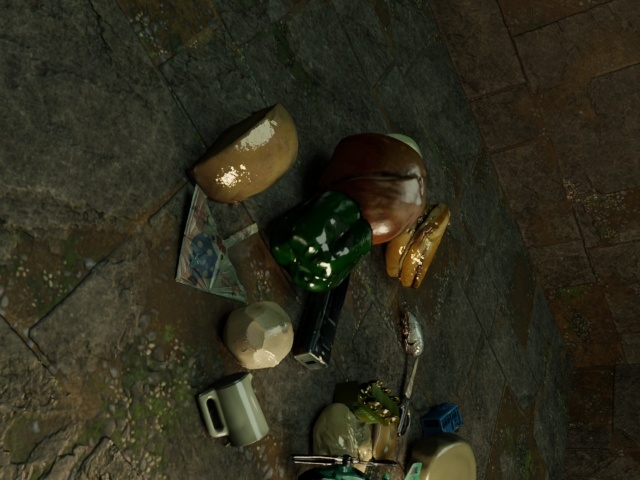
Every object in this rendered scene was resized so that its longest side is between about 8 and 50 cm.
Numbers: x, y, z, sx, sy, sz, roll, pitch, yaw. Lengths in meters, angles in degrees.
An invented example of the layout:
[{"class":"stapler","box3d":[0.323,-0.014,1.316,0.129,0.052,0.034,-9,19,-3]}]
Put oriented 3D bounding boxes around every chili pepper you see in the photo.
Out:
[{"class":"chili pepper","box3d":[0.000,0.000,1.693,0.248,0.233,0.256,45,42,2]}]

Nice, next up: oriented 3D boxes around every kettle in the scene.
[{"class":"kettle","box3d":[-0.201,0.392,1.427,0.098,0.126,0.148,-88,159,-84]}]

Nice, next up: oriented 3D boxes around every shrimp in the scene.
[{"class":"shrimp","box3d":[0.324,0.303,2.234,0.090,0.079,0.233,9,68,-59]}]

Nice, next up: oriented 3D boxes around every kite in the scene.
[{"class":"kite","box3d":[-0.250,0.018,1.515,0.314,0.011,0.335,-40,119,-48]}]

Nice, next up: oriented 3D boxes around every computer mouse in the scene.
[{"class":"computer mouse","box3d":[0.207,0.608,1.981,0.102,0.044,0.199,41,47,-39]}]

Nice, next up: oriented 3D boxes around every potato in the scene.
[{"class":"potato","box3d":[-0.168,-0.190,1.566,0.211,0.189,0.264,61,37,-24]}]

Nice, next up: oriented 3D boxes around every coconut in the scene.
[{"class":"coconut","box3d":[-0.141,0.228,1.489,0.161,0.162,0.161,23,60,-50]}]

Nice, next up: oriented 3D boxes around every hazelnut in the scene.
[{"class":"hazelnut","box3d":[0.159,-0.157,1.898,0.315,0.372,0.372,24,60,-52]}]

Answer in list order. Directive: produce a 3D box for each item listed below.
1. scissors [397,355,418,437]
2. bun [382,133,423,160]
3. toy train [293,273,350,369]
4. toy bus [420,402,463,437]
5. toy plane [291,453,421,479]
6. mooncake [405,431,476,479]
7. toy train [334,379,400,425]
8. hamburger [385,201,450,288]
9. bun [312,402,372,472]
[{"class":"scissors","box3d":[0.302,0.532,2.143,0.109,0.022,0.300,48,49,-36]},{"class":"bun","box3d":[0.228,-0.236,2.186,0.283,0.179,0.283,0,90,-28]},{"class":"toy train","box3d":[0.015,0.176,1.804,0.086,0.089,0.409,42,45,-31]},{"class":"toy bus","box3d":[0.451,0.670,2.279,0.184,0.090,0.106,-10,86,-56]},{"class":"toy plane","box3d":[0.087,0.636,1.607,0.381,0.106,0.155,12,91,-14]},{"class":"mooncake","box3d":[0.408,0.788,2.092,0.275,0.135,0.275,-1,91,-34]},{"class":"toy train","box3d":[0.151,0.493,1.858,0.225,0.137,0.090,49,35,-41]},{"class":"hamburger","box3d":[0.348,0.009,2.224,0.304,0.174,0.284,-42,147,-48]},{"class":"bun","box3d":[0.072,0.577,1.728,0.210,0.116,0.237,5,77,-54]}]
